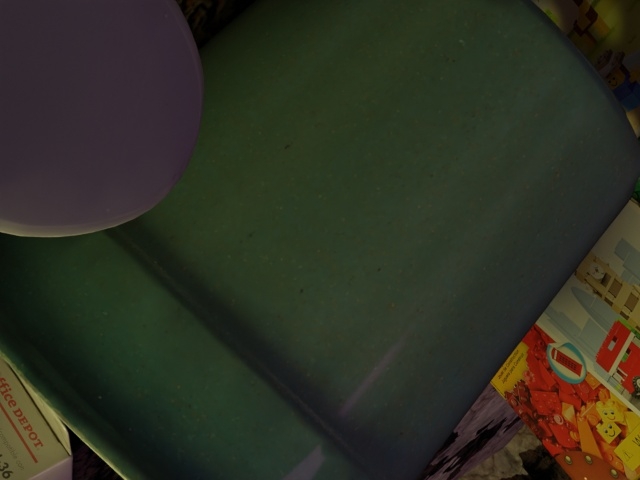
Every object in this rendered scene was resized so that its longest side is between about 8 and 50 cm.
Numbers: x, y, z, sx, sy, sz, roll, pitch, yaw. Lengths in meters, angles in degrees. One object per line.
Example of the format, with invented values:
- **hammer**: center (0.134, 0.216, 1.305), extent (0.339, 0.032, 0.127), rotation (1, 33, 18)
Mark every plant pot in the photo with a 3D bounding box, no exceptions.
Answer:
- **plant pot**: center (0.000, 0.000, 0.762), extent (0.334, 0.341, 0.341), rotation (-46, 160, -6)

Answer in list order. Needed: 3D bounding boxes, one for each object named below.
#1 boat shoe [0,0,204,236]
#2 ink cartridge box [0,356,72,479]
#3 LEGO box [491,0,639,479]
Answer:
- **boat shoe**: center (-0.209, -0.094, 0.436), extent (0.367, 0.156, 0.135), rotation (13, 97, -51)
- **ink cartridge box**: center (-0.246, 0.159, 0.917), extent (0.067, 0.115, 0.198), rotation (-28, 155, -28)
- **LEGO box**: center (0.259, -0.080, 0.936), extent (0.193, 0.372, 0.500), rotation (-26, 155, -32)
